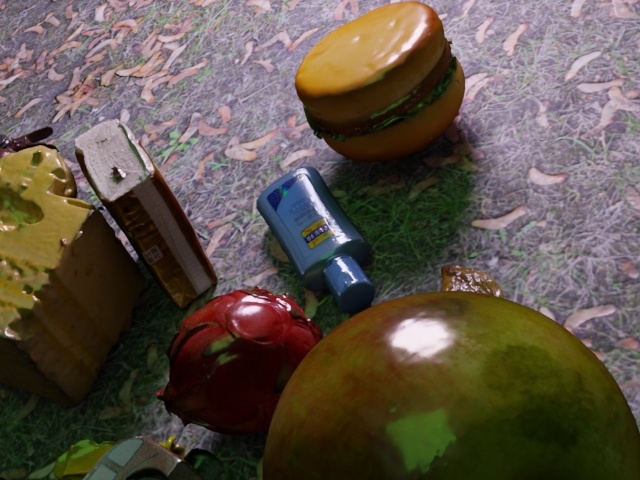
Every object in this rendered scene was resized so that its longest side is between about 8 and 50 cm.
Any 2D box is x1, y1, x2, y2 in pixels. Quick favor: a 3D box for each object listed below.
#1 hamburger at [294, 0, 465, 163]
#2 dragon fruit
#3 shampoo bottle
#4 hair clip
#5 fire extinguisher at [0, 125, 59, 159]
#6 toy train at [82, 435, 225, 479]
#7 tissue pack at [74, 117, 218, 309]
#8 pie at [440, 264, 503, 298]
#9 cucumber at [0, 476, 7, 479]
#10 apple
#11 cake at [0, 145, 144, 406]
[{"bbox_3d":[0.091,-0.211,1.387,0.246,0.170,0.246,-24,31,16],"label":"hamburger"},{"bbox_3d":[-0.088,0.145,1.166,0.209,0.172,0.172,-39,43,-20],"label":"dragon fruit"},{"bbox_3d":[0.000,0.000,1.323,0.104,0.061,0.258,-33,43,0],"label":"shampoo bottle"},{"bbox_3d":[-0.252,0.274,1.222,0.173,0.046,0.072,-12,43,18],"label":"hair clip"},{"bbox_3d":[-0.534,-0.070,1.660,0.147,0.106,0.337,-4,49,11],"label":"fire extinguisher"},{"bbox_3d":[-0.233,0.359,1.078,0.159,0.129,0.326,15,60,45],"label":"toy train"},{"bbox_3d":[-0.242,-0.041,1.372,0.092,0.226,0.183,-35,44,-9],"label":"tissue pack"},{"bbox_3d":[0.173,0.088,1.167,0.092,0.034,0.170,-7,42,26],"label":"pie"},{"bbox_3d":[-0.390,0.339,1.243,0.105,0.048,0.048,20,62,38],"label":"cucumber"},{"bbox_3d":[0.122,0.212,0.870,0.339,0.339,0.340,-16,45,16],"label":"apple"},{"bbox_3d":[-0.386,0.039,1.346,0.222,0.227,0.286,16,61,20],"label":"cake"}]
